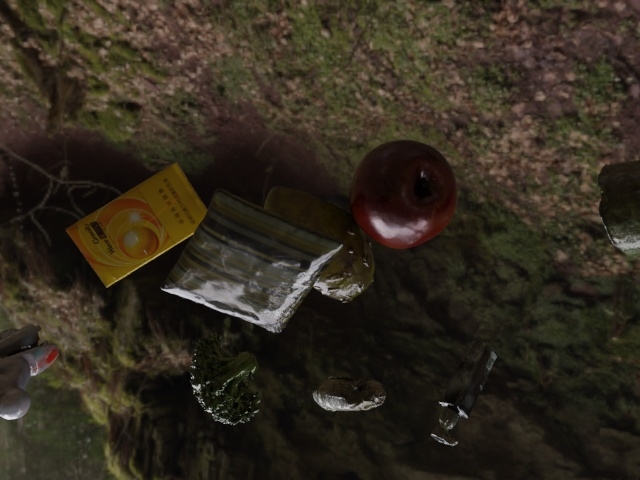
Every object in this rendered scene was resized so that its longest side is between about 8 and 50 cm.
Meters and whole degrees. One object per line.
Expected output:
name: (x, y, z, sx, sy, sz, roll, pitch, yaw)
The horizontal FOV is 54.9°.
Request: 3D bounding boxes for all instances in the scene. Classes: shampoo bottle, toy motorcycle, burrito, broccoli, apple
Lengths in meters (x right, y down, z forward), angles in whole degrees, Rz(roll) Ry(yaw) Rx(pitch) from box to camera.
shampoo bottle: (0.272, 0.291, 1.173, 0.057, 0.207, 0.064, 46, 154, -24)
toy motorcycle: (-0.483, 0.217, 0.878, 0.171, 0.110, 0.260, 11, -150, 21)
burrito: (0.038, 0.210, 0.838, 0.058, 0.045, 0.188, -37, 180, -21)
broccoli: (-0.114, 0.163, 0.745, 0.092, 0.095, 0.097, -33, -157, 1)
apple: (0.165, -0.094, 1.250, 0.218, 0.218, 0.201, -4, 172, -30)

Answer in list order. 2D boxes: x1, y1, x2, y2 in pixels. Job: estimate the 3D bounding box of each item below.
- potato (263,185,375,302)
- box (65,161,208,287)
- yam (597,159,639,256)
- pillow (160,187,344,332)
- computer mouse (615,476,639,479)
potato: (0.000, 0.000, 1.297, 0.176, 0.298, 0.141, -52, -160, -28)
box: (-0.381, -0.034, 1.311, 0.269, 0.152, 0.043, -33, -170, -3)
yam: (0.661, -0.070, 1.068, 0.300, 0.195, 0.195, -8, -179, 38)
pillow: (-0.104, 0.038, 0.931, 0.208, 0.212, 0.052, 24, -148, -19)
computer mouse: (0.410, 0.423, 0.890, 0.071, 0.231, 0.126, 49, -176, 22)
